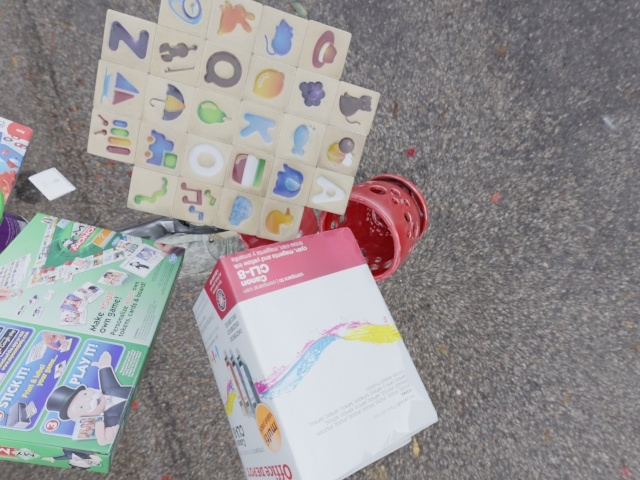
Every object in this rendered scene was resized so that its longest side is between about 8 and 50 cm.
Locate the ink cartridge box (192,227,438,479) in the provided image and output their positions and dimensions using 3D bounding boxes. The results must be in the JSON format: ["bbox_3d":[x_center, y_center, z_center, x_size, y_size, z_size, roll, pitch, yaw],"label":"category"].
[{"bbox_3d":[-0.015,0.103,0.368,0.127,0.128,0.176,-13,70,-33],"label":"ink cartridge box"}]

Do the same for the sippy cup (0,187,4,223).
[{"bbox_3d":[-0.744,-0.041,0.753,0.224,0.240,0.305,-30,42,25],"label":"sippy cup"}]

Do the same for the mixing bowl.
[{"bbox_3d":[-0.072,-0.031,0.789,0.181,0.181,0.098,41,57,12],"label":"mixing bowl"}]

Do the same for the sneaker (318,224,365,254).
[{"bbox_3d":[0.000,0.000,1.301,0.121,0.300,0.111,36,103,50],"label":"sneaker"}]

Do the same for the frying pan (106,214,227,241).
[{"bbox_3d":[-0.321,-0.012,0.804,0.326,0.197,0.053,-3,107,43],"label":"frying pan"}]

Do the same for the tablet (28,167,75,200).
[{"bbox_3d":[-0.547,-0.116,0.866,0.083,0.006,0.054,38,52,18],"label":"tablet"}]

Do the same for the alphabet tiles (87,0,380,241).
[{"bbox_3d":[-0.107,-0.152,0.547,0.342,0.011,0.285,13,104,-11],"label":"alphabet tiles"}]

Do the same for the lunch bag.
[{"bbox_3d":[-0.496,0.032,1.655,0.305,0.256,0.213,-8,74,15],"label":"lunch bag"}]

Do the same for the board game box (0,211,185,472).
[{"bbox_3d":[-0.310,0.097,0.520,0.213,0.317,0.046,15,126,-12],"label":"board game box"}]

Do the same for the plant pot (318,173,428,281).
[{"bbox_3d":[0.120,-0.035,0.879,0.191,0.174,0.191,23,128,32],"label":"plant pot"}]

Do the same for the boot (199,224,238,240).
[{"bbox_3d":[-0.243,-0.049,1.381,0.203,0.262,0.095,-11,82,20],"label":"boot"}]

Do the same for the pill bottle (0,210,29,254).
[{"bbox_3d":[-1.110,-0.019,1.425,0.181,0.323,0.182,0,82,-1],"label":"pill bottle"}]

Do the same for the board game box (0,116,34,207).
[{"bbox_3d":[-0.911,-0.187,1.016,0.086,0.308,0.302,-19,60,49],"label":"board game box"}]
